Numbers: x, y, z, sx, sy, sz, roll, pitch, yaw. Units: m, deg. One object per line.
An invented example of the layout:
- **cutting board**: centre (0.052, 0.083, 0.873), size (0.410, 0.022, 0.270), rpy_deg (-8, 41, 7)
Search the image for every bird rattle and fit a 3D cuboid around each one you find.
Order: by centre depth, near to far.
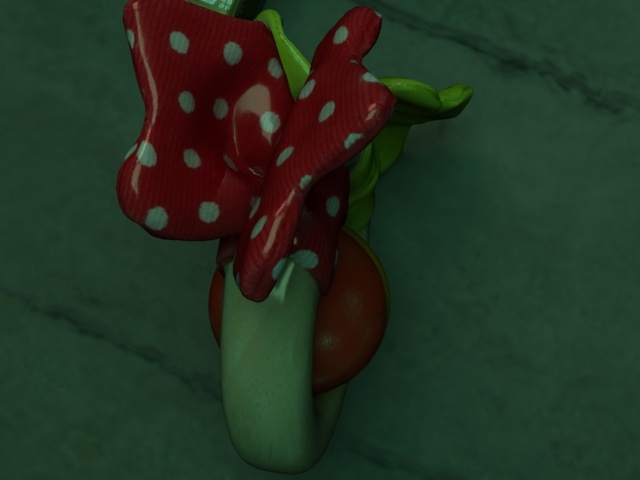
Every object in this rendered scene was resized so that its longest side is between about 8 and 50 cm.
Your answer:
- **bird rattle**: centre (0.000, 0.000, 0.460), size (0.143, 0.253, 0.207), rpy_deg (2, 105, 2)

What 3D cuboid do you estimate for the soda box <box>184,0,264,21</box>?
- **soda box**: centre (-0.035, -0.205, 0.556), size (0.061, 0.058, 0.181), rpy_deg (22, 96, 5)
